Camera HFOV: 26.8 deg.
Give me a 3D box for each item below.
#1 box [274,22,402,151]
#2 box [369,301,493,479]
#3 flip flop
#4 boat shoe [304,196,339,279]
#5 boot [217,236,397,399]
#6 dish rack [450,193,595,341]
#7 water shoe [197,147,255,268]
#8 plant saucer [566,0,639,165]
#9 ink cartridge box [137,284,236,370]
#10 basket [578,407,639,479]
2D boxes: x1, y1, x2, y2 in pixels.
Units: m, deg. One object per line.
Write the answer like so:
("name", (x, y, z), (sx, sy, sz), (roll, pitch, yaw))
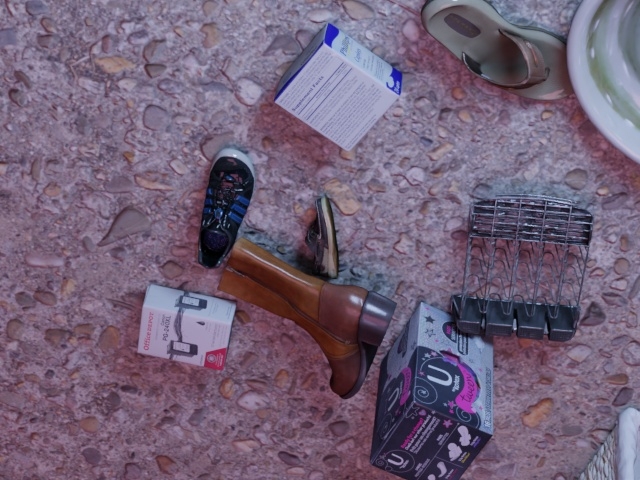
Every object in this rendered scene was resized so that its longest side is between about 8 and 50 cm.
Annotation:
("box", (0.026, -0.219, 1.918), (0.137, 0.072, 0.126), (33, 124, -16))
("box", (0.178, 0.246, 2.123), (0.142, 0.247, 0.163), (22, 125, -10))
("flip flop", (0.250, -0.252, 1.829), (0.277, 0.080, 0.112), (26, 130, -36))
("boat shoe", (0.000, 0.000, 2.090), (0.049, 0.056, 0.152), (-4, 125, 4))
("boot", (-0.040, 0.132, 2.168), (0.281, 0.096, 0.264), (21, 148, 3))
("dish rack", (0.313, 0.038, 2.067), (0.208, 0.074, 0.271), (4, 124, 3))
("water shoe", (-0.146, -0.044, 2.063), (0.073, 0.080, 0.203), (11, 126, -1))
("plant saucer", (0.531, -0.239, 1.773), (0.401, 0.100, 0.400), (19, 141, 16))
("ink cartridge box", (-0.223, 0.144, 2.220), (0.151, 0.063, 0.109), (11, 126, -1))
("basket", (0.591, 0.517, 2.213), (0.328, 0.331, 0.266), (21, 128, -7))
